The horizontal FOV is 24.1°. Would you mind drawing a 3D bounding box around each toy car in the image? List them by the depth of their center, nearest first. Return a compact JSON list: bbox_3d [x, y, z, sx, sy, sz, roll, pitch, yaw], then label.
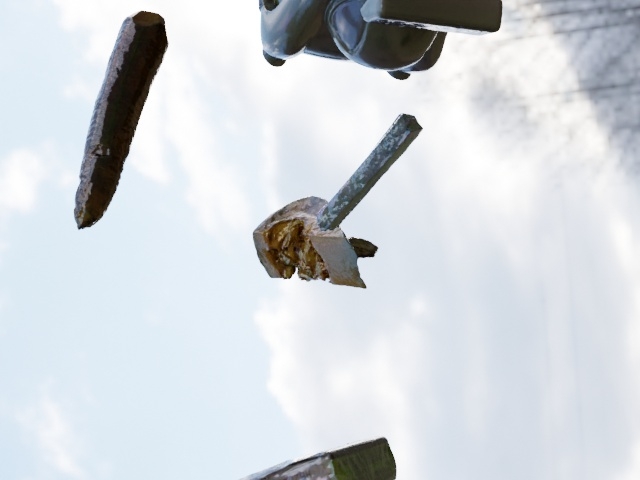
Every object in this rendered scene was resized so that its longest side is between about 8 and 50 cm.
[{"bbox_3d":[0.079,-0.296,1.883,0.336,0.242,0.226,134,135,-59],"label":"toy car"}]

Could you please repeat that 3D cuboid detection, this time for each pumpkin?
[{"bbox_3d":[0.006,-0.001,2.636,0.126,0.248,0.131,-44,-52,-36],"label":"pumpkin"}]

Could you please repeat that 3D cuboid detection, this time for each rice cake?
[{"bbox_3d":[0.067,-0.095,2.142,0.034,0.211,0.043,46,-164,18],"label":"rice cake"}]

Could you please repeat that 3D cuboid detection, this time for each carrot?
[{"bbox_3d":[-0.244,-0.143,1.799,0.066,0.066,0.314,56,-141,-51],"label":"carrot"}]

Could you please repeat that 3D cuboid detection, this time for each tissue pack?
[{"bbox_3d":[-0.021,0.286,1.711,0.073,0.173,0.235,69,-164,10],"label":"tissue pack"}]
